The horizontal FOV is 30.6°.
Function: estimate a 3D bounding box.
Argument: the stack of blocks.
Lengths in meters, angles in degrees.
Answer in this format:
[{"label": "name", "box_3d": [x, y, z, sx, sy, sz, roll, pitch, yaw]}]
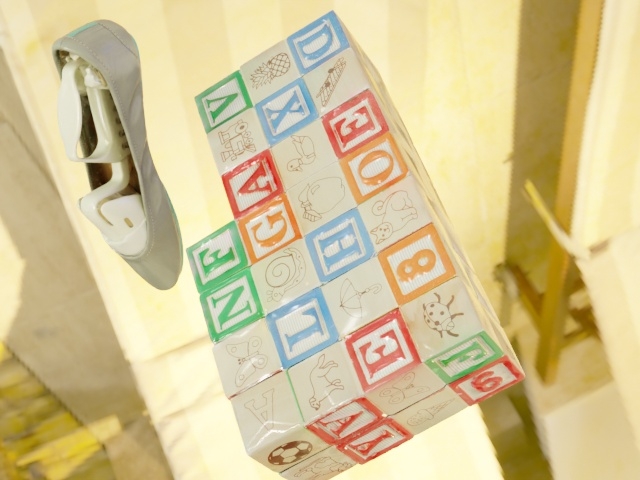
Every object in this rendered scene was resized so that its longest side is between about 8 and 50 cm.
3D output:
[{"label": "stack of blocks", "box_3d": [0.000, 0.000, 0.827, 0.171, 0.297, 0.087, -29, 144, 12]}]

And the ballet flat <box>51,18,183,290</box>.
[{"label": "ballet flat", "box_3d": [-0.155, -0.052, 0.858, 0.068, 0.072, 0.213, -32, 121, -46]}]
